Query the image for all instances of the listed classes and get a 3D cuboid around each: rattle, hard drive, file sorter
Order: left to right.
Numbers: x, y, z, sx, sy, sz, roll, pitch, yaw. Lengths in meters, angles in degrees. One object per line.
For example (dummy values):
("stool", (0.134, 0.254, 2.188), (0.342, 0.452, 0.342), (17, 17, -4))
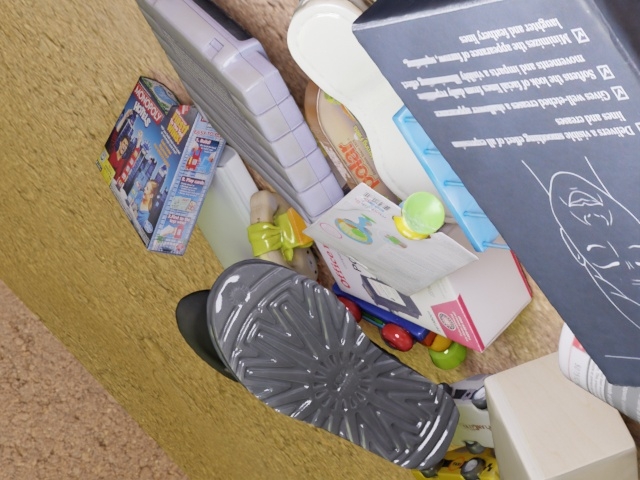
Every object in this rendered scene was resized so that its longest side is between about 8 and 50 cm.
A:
("hard drive", (-0.118, -0.026, 2.376), (0.203, 0.040, 0.307), (27, 154, 47))
("rattle", (0.000, 0.000, 2.237), (0.200, 0.143, 0.130), (45, -162, -47))
("file sorter", (0.175, -0.087, 1.628), (0.104, 0.118, 0.170), (6, 137, 53))

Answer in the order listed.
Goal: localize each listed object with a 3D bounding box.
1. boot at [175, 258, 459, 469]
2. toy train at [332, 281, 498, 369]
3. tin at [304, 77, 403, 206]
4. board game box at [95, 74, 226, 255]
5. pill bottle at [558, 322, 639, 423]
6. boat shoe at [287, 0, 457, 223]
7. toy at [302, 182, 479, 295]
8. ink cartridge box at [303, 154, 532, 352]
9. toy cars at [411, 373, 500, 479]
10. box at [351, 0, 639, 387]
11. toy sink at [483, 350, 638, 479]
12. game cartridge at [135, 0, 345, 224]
("boot", (-0.069, 0.116, 2.168), (0.367, 0.146, 0.445), (41, 174, -26))
("toy train", (0.139, 0.111, 2.100), (0.248, 0.105, 0.143), (27, 163, 39))
("tin", (0.054, -0.113, 1.814), (0.040, 0.106, 0.189), (12, 142, 54))
("board game box", (-0.194, -0.116, 2.232), (0.060, 0.194, 0.194), (11, -149, -39))
("pill bottle", (0.374, 0.126, 1.590), (0.283, 0.161, 0.161), (33, 156, 29))
("boat shoe", (0.077, -0.142, 1.739), (0.109, 0.091, 0.305), (-28, 121, 22))
("toy", (0.076, -0.013, 1.764), (0.137, 0.056, 0.237), (32, 166, -7))
("ink cartridge box", (0.100, 0.004, 1.955), (0.237, 0.100, 0.172), (22, 149, 45))
("toy cars", (0.216, 0.261, 2.259), (0.176, 0.087, 0.393), (32, 153, 18))
("box", (0.268, -0.086, 1.317), (0.395, 0.212, 0.293), (53, 157, -19))
("toy sink", (0.283, 0.256, 1.985), (0.234, 0.131, 0.153), (75, 174, -49))
("game cartridge", (-0.093, -0.168, 1.941), (0.355, 0.068, 0.230), (46, 164, 51))
